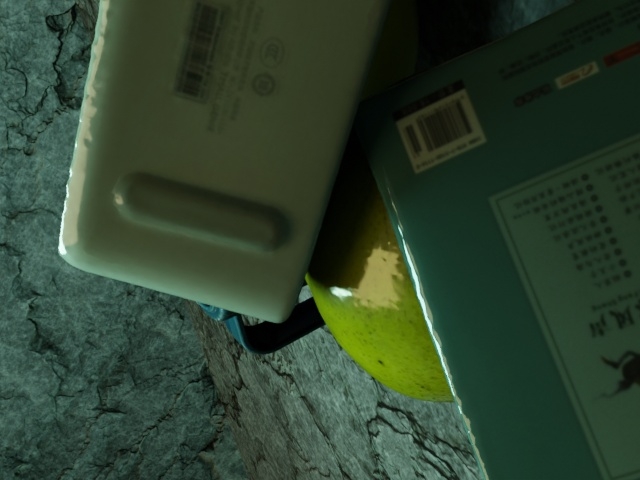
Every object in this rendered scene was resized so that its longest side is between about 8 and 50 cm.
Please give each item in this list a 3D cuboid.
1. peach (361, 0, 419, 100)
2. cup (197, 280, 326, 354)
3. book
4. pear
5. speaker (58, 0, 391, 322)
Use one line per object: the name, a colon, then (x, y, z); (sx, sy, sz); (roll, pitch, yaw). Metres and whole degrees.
peach: (-0.052, -0.223, 0.885); (0.314, 0.281, 0.315); (59, 173, 18)
cup: (-0.051, -0.040, 1.121); (0.242, 0.292, 0.308); (56, 158, 25)
book: (0.194, 0.028, 0.566); (0.031, 0.264, 0.379); (15, -126, -67)
pear: (0.118, -0.002, 0.760); (0.294, 0.294, 0.294); (52, 157, 33)
speaker: (-0.064, -0.151, 0.646); (0.183, 0.184, 0.406); (-100, 25, -64)
